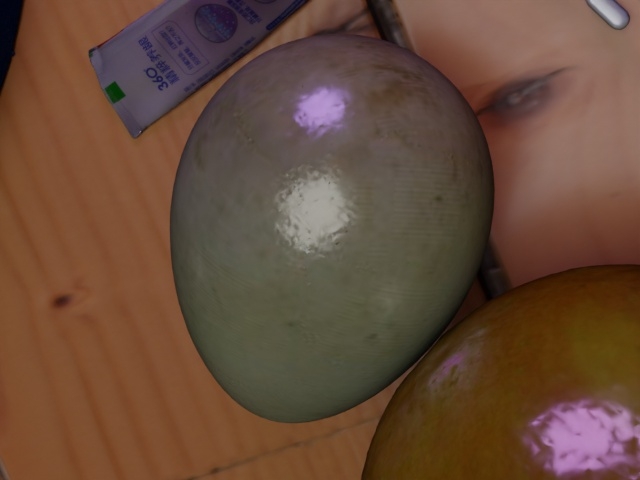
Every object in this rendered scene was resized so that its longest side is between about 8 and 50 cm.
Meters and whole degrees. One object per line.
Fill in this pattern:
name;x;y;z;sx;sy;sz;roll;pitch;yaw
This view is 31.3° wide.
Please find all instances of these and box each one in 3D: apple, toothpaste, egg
apple;0.207;0.207;0.719;0.374;0.374;0.384;-35;97;19
toothpaste;-0.055;-0.182;0.860;0.301;0.048;0.075;-29;121;25
egg;0.000;0.000;0.799;0.218;0.218;0.295;24;121;8

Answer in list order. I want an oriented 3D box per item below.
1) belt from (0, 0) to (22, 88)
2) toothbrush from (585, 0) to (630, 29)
belt;-0.365;-0.165;0.910;0.212;0.117;0.347;24;109;7
toothbrush;0.120;-0.241;0.810;0.263;0.026;0.022;43;103;2
